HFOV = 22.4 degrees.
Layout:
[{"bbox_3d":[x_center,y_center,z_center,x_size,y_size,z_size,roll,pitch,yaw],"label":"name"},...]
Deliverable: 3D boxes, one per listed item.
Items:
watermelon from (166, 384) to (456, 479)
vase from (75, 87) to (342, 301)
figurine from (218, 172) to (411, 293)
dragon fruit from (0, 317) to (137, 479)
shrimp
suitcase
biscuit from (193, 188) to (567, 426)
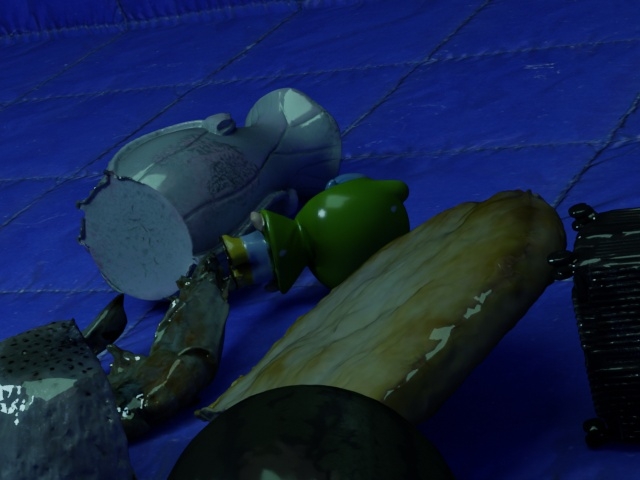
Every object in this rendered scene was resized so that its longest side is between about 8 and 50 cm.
[{"bbox_3d":[-0.008,0.271,1.335,0.279,0.278,0.359,-13,25,4],"label":"watermelon"},{"bbox_3d":[-0.143,-0.075,2.379,0.250,0.249,0.445,0,21,33],"label":"vase"},{"bbox_3d":[0.000,0.000,2.174,0.263,0.162,0.143,-16,27,-10],"label":"figurine"},{"bbox_3d":[-0.327,0.223,1.754,0.204,0.221,0.283,-15,23,-18],"label":"dragon fruit"},{"bbox_3d":[-0.223,0.129,2.056,0.247,0.085,0.360,0,39,30],"label":"shrimp"},{"bbox_3d":[0.419,0.074,1.621,0.335,0.229,0.152,-5,23,24],"label":"suitcase"},{"bbox_3d":[0.079,0.101,1.779,0.446,0.104,0.429,-43,12,-28],"label":"biscuit"}]
